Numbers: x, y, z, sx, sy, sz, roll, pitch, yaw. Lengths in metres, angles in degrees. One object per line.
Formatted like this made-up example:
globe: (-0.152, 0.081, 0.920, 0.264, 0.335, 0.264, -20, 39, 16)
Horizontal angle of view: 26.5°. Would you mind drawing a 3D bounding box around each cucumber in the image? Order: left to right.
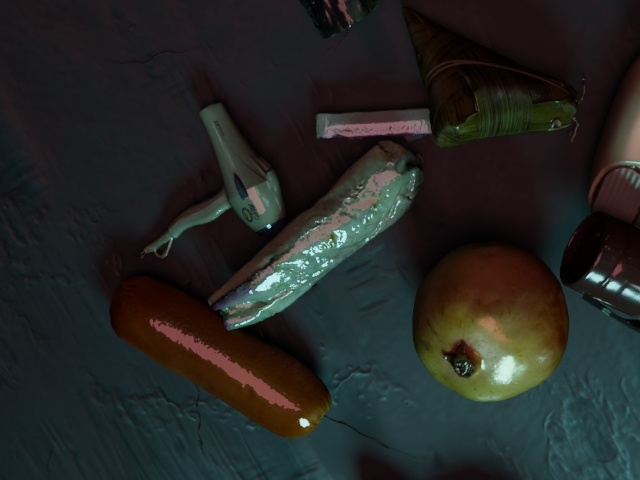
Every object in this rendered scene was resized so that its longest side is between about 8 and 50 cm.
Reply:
cucumber: (-0.019, -0.336, 1.538, 0.078, 0.062, 0.211, -30, 101, 10)

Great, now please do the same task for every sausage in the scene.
sausage: (-0.122, 0.142, 1.655, 0.300, 0.083, 0.089, 30, 116, -4)

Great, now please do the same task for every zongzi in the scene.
zongzi: (0.200, -0.200, 1.571, 0.187, 0.084, 0.184, -6, 63, -22)

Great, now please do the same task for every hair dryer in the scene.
hair dryer: (-0.146, -0.073, 1.629, 0.199, 0.067, 0.167, -12, 95, 20)

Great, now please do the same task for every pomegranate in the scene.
pomegranate: (0.192, 0.094, 1.576, 0.191, 0.191, 0.191, 1, 104, 2)

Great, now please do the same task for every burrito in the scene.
burrito: (-0.001, 0.000, 1.608, 0.309, 0.066, 0.096, -40, 139, 9)

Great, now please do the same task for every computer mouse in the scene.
computer mouse: (0.398, -0.111, 1.569, 0.145, 0.082, 0.237, 18, 103, -3)

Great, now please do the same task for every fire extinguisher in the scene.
fire extinguisher: (0.440, 0.085, 1.591, 0.341, 0.141, 0.105, 25, 62, -14)

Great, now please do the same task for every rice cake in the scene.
rice cake: (0.085, -0.134, 1.601, 0.180, 0.030, 0.042, -2, 99, 3)
